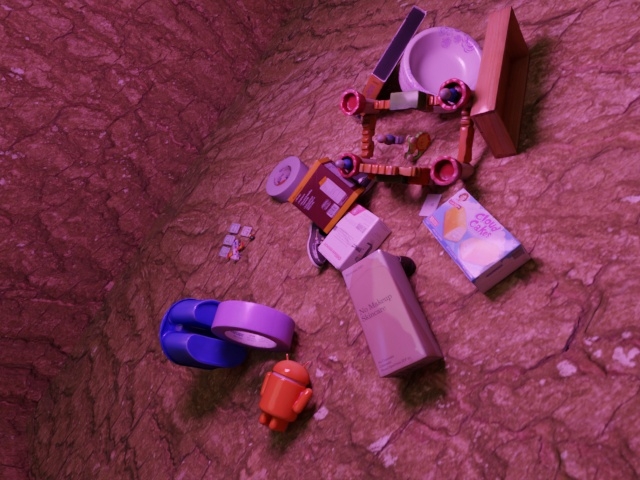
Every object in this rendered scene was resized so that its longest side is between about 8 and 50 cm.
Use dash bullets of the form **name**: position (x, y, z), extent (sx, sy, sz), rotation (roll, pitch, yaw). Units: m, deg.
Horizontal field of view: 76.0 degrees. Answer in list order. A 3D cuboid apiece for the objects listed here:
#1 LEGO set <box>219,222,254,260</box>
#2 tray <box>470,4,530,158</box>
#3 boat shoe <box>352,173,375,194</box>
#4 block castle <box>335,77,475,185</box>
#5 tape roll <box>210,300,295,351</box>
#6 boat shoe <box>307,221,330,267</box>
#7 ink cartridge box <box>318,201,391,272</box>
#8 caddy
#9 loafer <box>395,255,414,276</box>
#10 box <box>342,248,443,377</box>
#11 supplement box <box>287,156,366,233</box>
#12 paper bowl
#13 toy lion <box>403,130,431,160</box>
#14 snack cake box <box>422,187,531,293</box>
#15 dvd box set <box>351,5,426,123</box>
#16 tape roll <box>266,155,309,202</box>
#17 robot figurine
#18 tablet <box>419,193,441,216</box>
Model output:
- **LEGO set**: position (-0.418, 0.002, 2.002), extent (0.244, 0.060, 0.183), rotation (10, 73, 48)
- **tray**: position (0.552, -0.479, 1.245), extent (0.076, 0.202, 0.412), rotation (-2, 61, 43)
- **boat shoe**: position (0.103, -0.208, 1.592), extent (0.285, 0.092, 0.103), rotation (-39, 40, 18)
- **block castle**: position (0.256, -0.335, 1.316), extent (0.452, 0.212, 0.304), rotation (13, 105, 42)
- **tape roll**: position (-0.228, 0.299, 1.403), extent (0.274, 0.274, 0.090), rotation (-12, 54, 40)
- **boat shoe**: position (0.000, 0.000, 1.551), extent (0.068, 0.081, 0.228), rotation (-33, 40, 30)
- **ink cartridge box**: position (0.114, -0.001, 1.427), extent (0.218, 0.092, 0.158), rotation (-49, 38, 2)
- **caddy**: position (-0.421, 0.347, 1.515), extent (0.179, 0.341, 0.242), rotation (-10, 62, 37)
- **loafer**: position (0.187, 0.119, 1.271), extent (0.220, 0.078, 0.080), rotation (-45, 39, 10)
- **box**: position (0.188, 0.197, 1.116), extent (0.148, 0.121, 0.311), rotation (-35, 58, 24)
- **supplement box**: position (0.024, -0.168, 1.506), extent (0.191, 0.194, 0.129), rotation (-51, -5, 25)
- **paper bowl**: position (0.417, -0.584, 1.444), extent (0.285, 0.284, 0.148), rotation (-61, -5, -9)
- **toy lion**: position (0.347, -0.336, 1.454), extent (0.034, 0.095, 0.100), rotation (-132, 41, -51)
- **snack cake box**: position (0.418, -0.006, 1.122), extent (0.152, 0.089, 0.264), rotation (-42, 40, 15)
- **dvd box set**: position (0.254, -0.670, 1.624), extent (0.308, 0.062, 0.420), rotation (-59, 3, -5)
- **tape roll**: position (-0.156, -0.287, 1.935), extent (0.219, 0.072, 0.219), rotation (-27, 45, 31)
- **robot figurine**: position (-0.109, 0.472, 1.274), extent (0.220, 0.128, 0.158), rotation (-69, 13, -17)
- **tablet**: position (0.357, -0.115, 1.333), extent (0.054, 0.006, 0.083), rotation (10, 70, 48)
